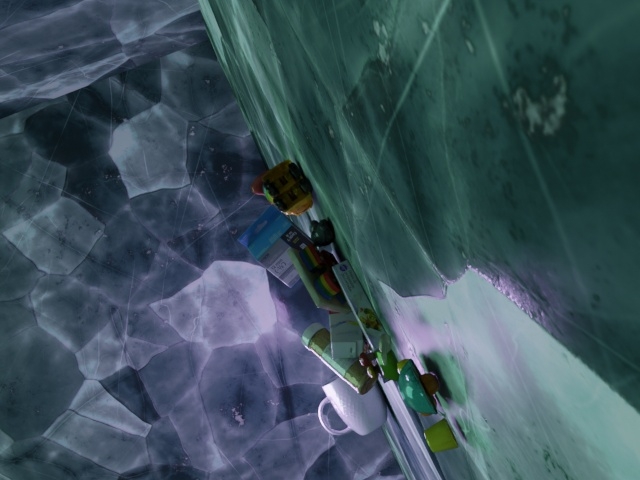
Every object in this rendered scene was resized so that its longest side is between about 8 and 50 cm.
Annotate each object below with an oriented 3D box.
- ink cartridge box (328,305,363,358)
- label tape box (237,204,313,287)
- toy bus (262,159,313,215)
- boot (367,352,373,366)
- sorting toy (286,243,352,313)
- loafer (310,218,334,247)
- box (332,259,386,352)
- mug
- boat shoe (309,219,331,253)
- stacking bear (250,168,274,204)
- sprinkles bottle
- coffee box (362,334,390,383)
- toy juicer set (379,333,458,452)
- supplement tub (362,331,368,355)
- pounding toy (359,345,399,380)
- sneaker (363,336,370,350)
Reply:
[{"bbox_3d":[0.103,0.372,1.844,0.176,0.128,0.128,-95,0,-47],"label":"ink cartridge box"},{"bbox_3d":[-0.191,0.032,2.218,0.348,0.249,0.115,42,-174,-27],"label":"label tape box"},{"bbox_3d":[-0.100,-0.171,1.779,0.220,0.150,0.211,58,-176,35],"label":"toy bus"},{"bbox_3d":[0.241,0.550,2.012,0.158,0.059,0.084,49,-136,-51],"label":"boot"},{"bbox_3d":[0.024,0.138,1.717,0.257,0.089,0.255,27,-152,-59],"label":"sorting toy"},{"bbox_3d":[0.003,-0.019,1.690,0.223,0.078,0.076,89,156,-75],"label":"loafer"},{"bbox_3d":[0.136,0.222,1.554,0.067,0.063,0.323,81,164,-65],"label":"box"},{"bbox_3d":[0.167,0.896,2.477,0.327,0.375,0.276,58,168,12],"label":"mug"},{"bbox_3d":[0.000,0.000,1.907,0.083,0.065,0.183,-119,14,-50],"label":"boat shoe"},{"bbox_3d":[-0.173,-0.221,2.094,0.176,0.164,0.289,31,-176,-36],"label":"stacking bear"},{"bbox_3d":[0.076,0.489,1.905,0.356,0.121,0.121,34,155,35],"label":"sprinkles bottle"},{"bbox_3d":[0.231,0.484,1.871,0.113,0.041,0.184,-131,18,-70],"label":"coffee box"},{"bbox_3d":[0.231,0.329,1.095,0.328,0.090,0.209,59,-171,-19],"label":"toy juicer set"},{"bbox_3d":[0.131,0.436,2.048,0.144,0.145,0.199,-128,15,-67],"label":"supplement tub"},{"bbox_3d":[0.195,0.426,1.624,0.237,0.110,0.182,169,77,-84],"label":"pounding toy"},{"bbox_3d":[0.204,0.419,1.765,0.119,0.057,0.047,65,171,-1],"label":"sneaker"}]
